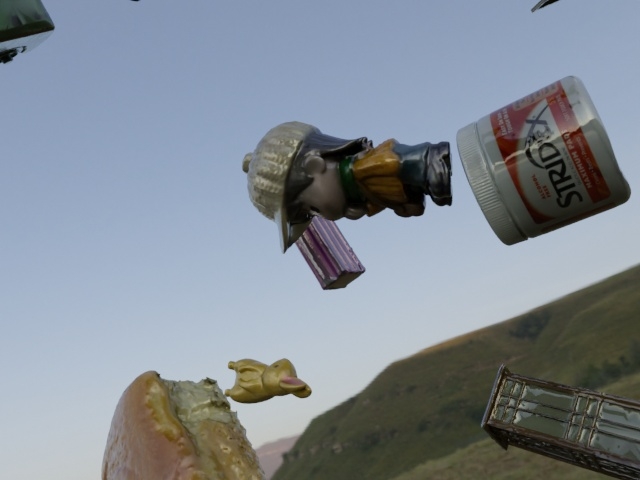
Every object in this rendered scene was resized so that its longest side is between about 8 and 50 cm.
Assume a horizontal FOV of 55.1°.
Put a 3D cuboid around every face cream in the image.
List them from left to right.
[{"bbox_3d":[0.328,-0.115,0.907,0.187,0.201,0.201,-24,-23,25],"label":"face cream"}]

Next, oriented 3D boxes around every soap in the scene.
[{"bbox_3d":[0.000,0.000,1.246,0.065,0.203,0.122,-38,-18,21],"label":"soap"}]

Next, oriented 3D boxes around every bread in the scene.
[{"bbox_3d":[-0.111,0.238,0.524,0.121,0.245,0.174,-3,-50,-29],"label":"bread"}]

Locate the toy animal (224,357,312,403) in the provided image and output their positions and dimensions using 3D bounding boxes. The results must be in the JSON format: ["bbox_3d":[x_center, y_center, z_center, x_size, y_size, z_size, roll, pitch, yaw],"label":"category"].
[{"bbox_3d":[-0.069,0.216,0.939,0.159,0.070,0.083,-13,-24,43],"label":"toy animal"}]

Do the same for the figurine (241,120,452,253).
[{"bbox_3d":[0.041,-0.113,0.986,0.333,0.204,0.185,-17,-15,12],"label":"figurine"}]

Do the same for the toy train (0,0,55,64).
[{"bbox_3d":[-0.602,-0.348,1.009,0.159,0.129,0.326,-16,17,38],"label":"toy train"}]

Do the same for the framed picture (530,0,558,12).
[{"bbox_3d":[0.526,-0.531,1.216,0.136,0.010,0.201,-27,-3,-19],"label":"framed picture"}]

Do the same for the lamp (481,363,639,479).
[{"bbox_3d":[0.351,0.225,0.681,0.326,0.090,0.089,6,-30,42],"label":"lamp"}]
